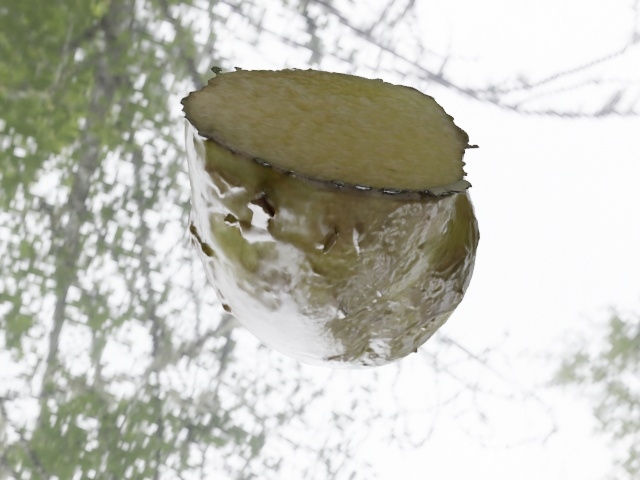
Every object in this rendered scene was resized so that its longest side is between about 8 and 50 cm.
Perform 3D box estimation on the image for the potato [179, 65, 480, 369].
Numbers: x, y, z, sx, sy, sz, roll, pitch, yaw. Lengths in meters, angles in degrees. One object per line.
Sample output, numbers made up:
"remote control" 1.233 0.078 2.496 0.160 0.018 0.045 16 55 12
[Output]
"potato" 0.000 0.000 1.363 0.288 0.237 0.301 14 -155 0
